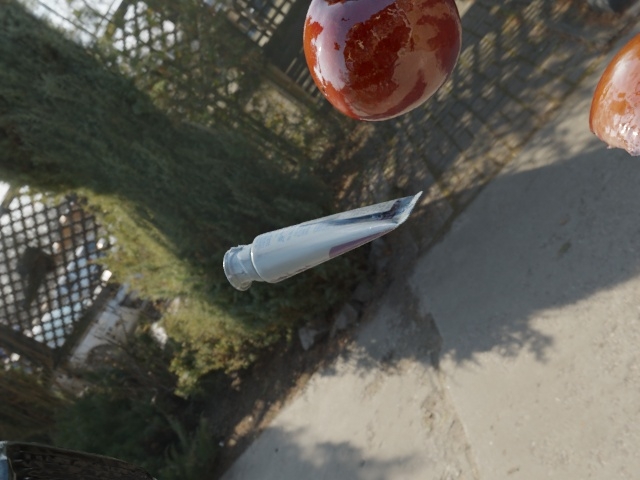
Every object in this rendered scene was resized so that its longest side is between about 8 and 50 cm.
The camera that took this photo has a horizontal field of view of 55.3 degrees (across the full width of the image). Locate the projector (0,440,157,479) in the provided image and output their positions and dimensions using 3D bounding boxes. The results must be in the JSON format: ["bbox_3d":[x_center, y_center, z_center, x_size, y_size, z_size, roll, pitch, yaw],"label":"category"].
[{"bbox_3d":[-0.247,0.429,0.454,0.405,0.242,0.395,-48,53,-2],"label":"projector"}]

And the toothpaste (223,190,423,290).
[{"bbox_3d":[0.000,0.000,0.851,0.299,0.073,0.114,-19,12,27],"label":"toothpaste"}]

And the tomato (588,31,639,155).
[{"bbox_3d":[0.265,-0.073,0.332,0.237,0.236,0.095,-125,46,-70],"label":"tomato"}]

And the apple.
[{"bbox_3d":[0.093,-0.325,0.996,0.260,0.217,0.261,-12,48,14],"label":"apple"}]
